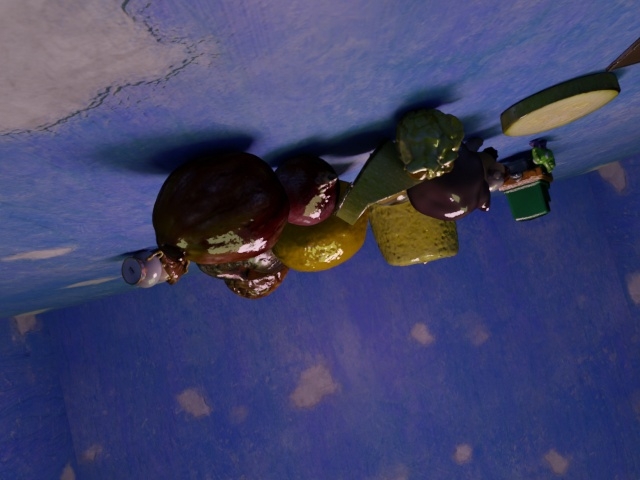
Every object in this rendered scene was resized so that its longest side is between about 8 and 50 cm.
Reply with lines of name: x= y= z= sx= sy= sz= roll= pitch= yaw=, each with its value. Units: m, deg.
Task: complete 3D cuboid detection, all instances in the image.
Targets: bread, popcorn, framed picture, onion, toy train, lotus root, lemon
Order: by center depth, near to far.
framed picture: x=0.623 y=-0.362 z=0.920 sx=0.109 sy=0.011 sz=0.149 roll=-16 pitch=175 yaw=7
popcorn: x=0.203 y=-0.188 z=0.953 sx=0.162 sy=0.136 sz=0.141 roll=-53 pitch=-169 yaw=-14
onion: x=-0.021 y=-0.114 z=1.045 sx=0.160 sy=0.159 sz=0.195 roll=-12 pitch=174 yaw=-29
lemon: x=-0.003 y=-0.042 z=1.311 sx=0.311 sy=0.253 sz=0.253 roll=-21 pitch=174 yaw=16
lotus root: x=0.235 y=-0.160 z=1.650 sx=0.113 sy=0.088 sz=0.192 roll=-13 pitch=-179 yaw=-42
bread: x=0.360 y=-0.061 z=1.867 sx=0.349 sy=0.307 sz=0.348 roll=-15 pitch=179 yaw=0
toy train: x=0.811 y=-0.203 z=1.909 sx=0.178 sy=0.249 sz=0.429 roll=-18 pitch=174 yaw=31

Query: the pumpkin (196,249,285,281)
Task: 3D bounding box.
pumpkin: x=-0.233 y=0.017 z=1.501 sx=0.321 sy=0.192 sz=0.320 roll=-5 pitch=165 yaw=-1

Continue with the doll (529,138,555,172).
doll: x=0.755 y=-0.282 z=1.645 sx=0.050 sy=0.115 sz=0.190 roll=-20 pitch=175 yaw=39

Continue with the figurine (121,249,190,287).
figurine: x=-0.611 y=0.101 z=1.852 sx=0.189 sy=0.142 sz=0.263 roll=-42 pitch=164 yaw=23

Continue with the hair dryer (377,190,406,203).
hair dryer: x=0.289 y=-0.196 z=1.512 sx=0.279 sy=0.090 sz=0.135 roll=-19 pitch=176 yaw=-33

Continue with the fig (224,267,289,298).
fig: x=-0.297 y=0.062 z=1.866 sx=0.286 sy=0.286 sz=0.369 roll=-16 pitch=152 yaw=20

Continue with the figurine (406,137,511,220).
figurine: x=0.376 y=-0.174 z=1.244 sx=0.365 sy=0.218 sz=0.206 roll=-19 pitch=176 yaw=-30

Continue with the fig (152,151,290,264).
fig: x=-0.179 y=-0.058 z=0.901 sx=0.224 sy=0.223 sz=0.263 roll=-18 pitch=170 yaw=39

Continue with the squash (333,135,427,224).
squash: x=0.128 y=-0.112 z=1.096 sx=0.220 sy=0.133 sz=0.220 roll=-49 pitch=180 yaw=0

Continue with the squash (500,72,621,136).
squash: x=0.547 y=-0.310 z=1.128 sx=0.252 sy=0.048 sz=0.252 roll=-13 pitch=173 yaw=-2
